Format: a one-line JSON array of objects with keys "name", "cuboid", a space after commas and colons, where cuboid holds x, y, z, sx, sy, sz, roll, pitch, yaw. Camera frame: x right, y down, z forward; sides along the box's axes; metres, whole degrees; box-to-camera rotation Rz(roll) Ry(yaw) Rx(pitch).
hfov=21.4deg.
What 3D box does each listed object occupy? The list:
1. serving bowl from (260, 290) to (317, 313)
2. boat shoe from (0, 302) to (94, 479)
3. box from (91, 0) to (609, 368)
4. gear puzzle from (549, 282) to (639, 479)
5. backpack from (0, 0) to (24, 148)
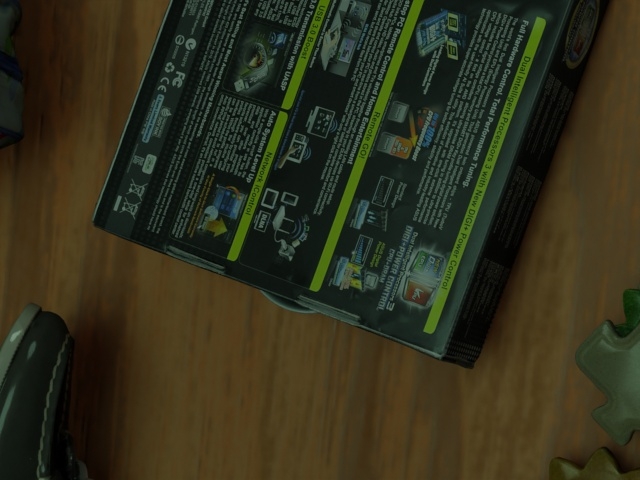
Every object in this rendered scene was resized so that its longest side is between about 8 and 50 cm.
[{"name": "serving bowl", "cuboid": [0.000, 0.000, 0.928, 0.083, 0.027, 0.083, -4, 80, 22]}, {"name": "boat shoe", "cuboid": [-0.177, 0.201, 0.977, 0.096, 0.112, 0.335, 18, 102, -3]}, {"name": "box", "cuboid": [0.023, -0.095, 0.886, 0.216, 0.060, 0.270, 19, 90, 23]}, {"name": "gear puzzle", "cuboid": [0.231, 0.065, 0.822, 0.175, 0.044, 0.339, 46, 110, 16]}, {"name": "backpack", "cuboid": [-0.340, -0.096, 0.962, 0.355, 0.290, 0.273, -40, 68, 9]}]
